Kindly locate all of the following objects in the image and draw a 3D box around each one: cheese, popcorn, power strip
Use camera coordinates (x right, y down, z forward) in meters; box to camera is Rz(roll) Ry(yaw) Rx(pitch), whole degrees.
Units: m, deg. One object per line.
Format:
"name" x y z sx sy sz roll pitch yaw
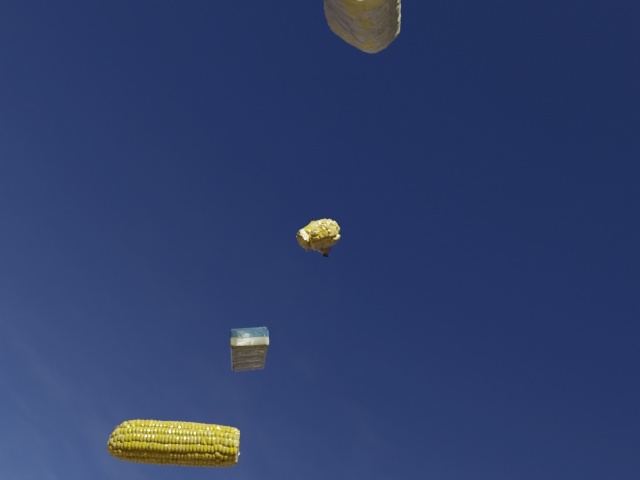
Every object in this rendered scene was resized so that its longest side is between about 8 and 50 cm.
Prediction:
"cheese" 0.059 -0.352 1.142 0.123 0.094 0.167 25 -8 9
"popcorn" 0.000 0.000 1.497 0.084 0.084 0.084 20 -44 20
"power strip" -0.108 0.166 1.173 0.056 0.032 0.123 -2 -26 -7

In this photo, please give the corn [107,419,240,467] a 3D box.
"corn" -0.268 0.376 1.447 0.248 0.081 0.081 2 -49 5
